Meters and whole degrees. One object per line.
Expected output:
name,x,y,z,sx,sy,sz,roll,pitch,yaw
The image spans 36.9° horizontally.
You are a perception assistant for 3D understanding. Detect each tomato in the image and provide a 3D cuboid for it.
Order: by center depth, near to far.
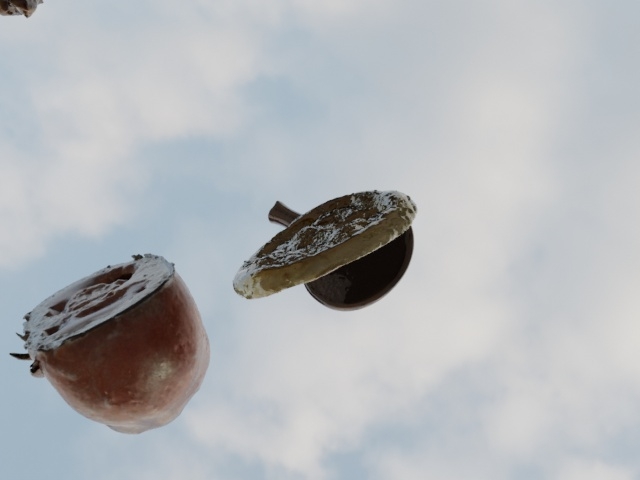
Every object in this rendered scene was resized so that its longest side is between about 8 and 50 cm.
tomato,-0.198,0.117,0.984,0.181,0.214,0.155,-31,-74,-6

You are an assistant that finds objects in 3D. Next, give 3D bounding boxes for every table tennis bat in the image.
table tennis bat,-0.014,-0.022,0.817,0.170,0.119,0.107,27,-101,43

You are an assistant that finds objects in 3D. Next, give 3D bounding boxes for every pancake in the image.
pancake,0.000,0.000,0.737,0.158,0.158,0.028,-31,-75,-21

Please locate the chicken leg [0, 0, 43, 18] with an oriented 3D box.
chicken leg,-0.339,-0.375,0.789,0.158,0.096,0.406,-26,-75,-42
